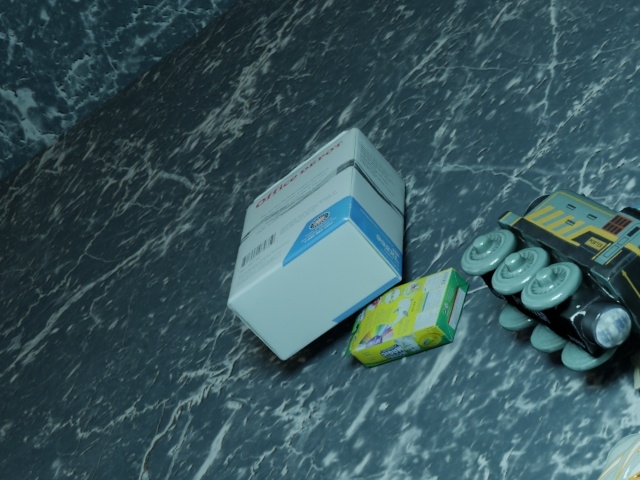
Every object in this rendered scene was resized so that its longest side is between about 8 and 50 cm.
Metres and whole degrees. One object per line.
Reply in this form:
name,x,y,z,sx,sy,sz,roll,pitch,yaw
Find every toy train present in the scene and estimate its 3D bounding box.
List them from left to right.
toy train,0.304,0.035,2.202,0.190,0.142,0.334,-39,22,-7

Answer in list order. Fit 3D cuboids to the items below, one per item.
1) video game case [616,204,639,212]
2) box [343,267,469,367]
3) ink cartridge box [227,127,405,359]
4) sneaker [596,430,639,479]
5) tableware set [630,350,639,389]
video game case,0.376,0.023,2.268,0.119,0.015,0.166,-17,39,45
box,0.112,0.109,2.504,0.179,0.043,0.105,-19,38,40
ink cartridge box,0.000,0.000,2.674,0.223,0.129,0.307,-36,20,20
sneaker,0.362,0.220,1.939,0.262,0.099,0.121,-44,23,4
tableware set,0.422,0.099,2.093,0.168,0.020,0.141,-21,37,42
